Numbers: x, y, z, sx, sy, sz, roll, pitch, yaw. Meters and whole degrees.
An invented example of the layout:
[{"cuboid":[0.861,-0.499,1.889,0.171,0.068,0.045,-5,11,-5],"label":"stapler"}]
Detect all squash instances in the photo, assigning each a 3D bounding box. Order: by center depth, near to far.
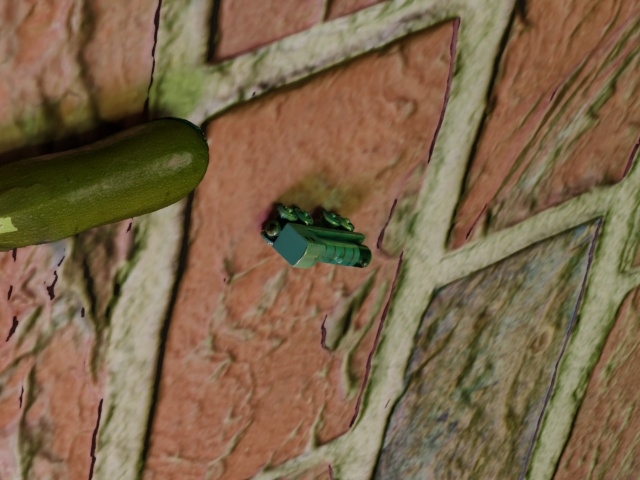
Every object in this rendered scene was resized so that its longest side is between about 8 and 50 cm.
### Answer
[{"cuboid":[-0.132,-0.028,1.061,0.183,0.052,0.052,-19,140,-42],"label":"squash"}]

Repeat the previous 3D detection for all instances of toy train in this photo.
[{"cuboid":[0.000,0.000,1.273,0.092,0.045,0.029,9,120,-53],"label":"toy train"}]
